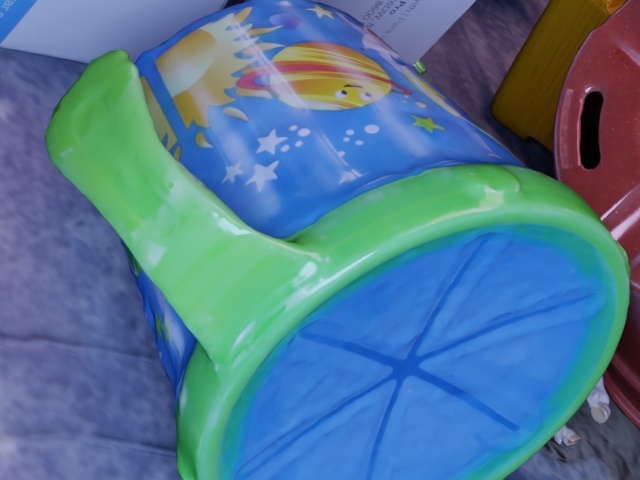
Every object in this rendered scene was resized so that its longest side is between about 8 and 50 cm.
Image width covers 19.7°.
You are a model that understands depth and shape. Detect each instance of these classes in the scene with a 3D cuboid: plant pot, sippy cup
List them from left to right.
[{"bbox_3d":[0.000,0.000,0.934,0.240,0.305,0.224,-24,51,-13],"label":"sippy cup"},{"bbox_3d":[0.254,-0.020,1.037,0.272,0.272,0.265,60,6,24],"label":"plant pot"}]

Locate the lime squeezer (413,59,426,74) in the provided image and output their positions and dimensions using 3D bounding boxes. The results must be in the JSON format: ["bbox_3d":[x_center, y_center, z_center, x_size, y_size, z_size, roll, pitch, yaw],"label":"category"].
[{"bbox_3d":[-0.005,-0.247,1.376,0.110,0.059,0.310,54,12,-51],"label":"lime squeezer"}]

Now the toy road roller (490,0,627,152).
[{"bbox_3d":[0.283,-0.100,1.381,0.240,0.202,0.329,40,30,15],"label":"toy road roller"}]

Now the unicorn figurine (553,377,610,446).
[{"bbox_3d":[0.122,0.074,1.117,0.162,0.060,0.111,2,55,-51],"label":"unicorn figurine"}]

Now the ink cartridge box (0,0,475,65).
[{"bbox_3d":[-0.113,-0.254,1.135,0.395,0.166,0.285,7,48,-43],"label":"ink cartridge box"}]
